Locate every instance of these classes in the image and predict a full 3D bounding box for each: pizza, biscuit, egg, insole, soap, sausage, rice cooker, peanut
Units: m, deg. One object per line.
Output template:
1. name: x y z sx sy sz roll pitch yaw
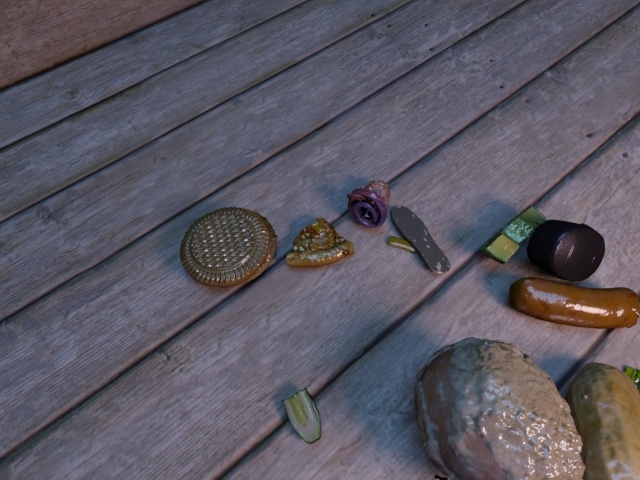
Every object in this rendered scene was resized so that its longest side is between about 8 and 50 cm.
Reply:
1. pizza: 0.000 0.000 1.131 0.182 0.062 0.161 -1 51 5
2. biscuit: -0.243 0.015 1.126 0.259 0.079 0.259 -3 56 4
3. egg: 0.313 0.329 0.778 0.279 0.279 0.310 -30 56 -15
4. insole: 0.267 -0.007 1.138 0.081 0.011 0.247 -13 53 -21
5. soap: 0.225 0.010 1.136 0.089 0.012 0.034 17 56 14
6. sausage: 0.579 0.146 0.974 0.271 0.108 0.108 8 58 8
7. rice cooker: 0.589 0.022 1.009 0.203 0.142 0.118 14 12 -32
8. peanut: 0.546 0.363 0.792 0.149 0.149 0.313 12 40 12

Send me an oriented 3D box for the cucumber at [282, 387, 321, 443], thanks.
1. cucumber: -0.031 0.377 0.899 0.067 0.035 0.107 -32 60 5

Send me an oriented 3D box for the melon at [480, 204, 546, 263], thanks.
1. melon: 0.495 -0.015 1.077 0.209 0.118 0.064 -41 76 -8

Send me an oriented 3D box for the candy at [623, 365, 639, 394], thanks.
1. candy: 0.730 0.351 0.836 0.246 0.069 0.149 18 50 35

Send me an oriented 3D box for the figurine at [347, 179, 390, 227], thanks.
1. figurine: 0.136 -0.108 1.174 0.114 0.126 0.157 -34 20 29
